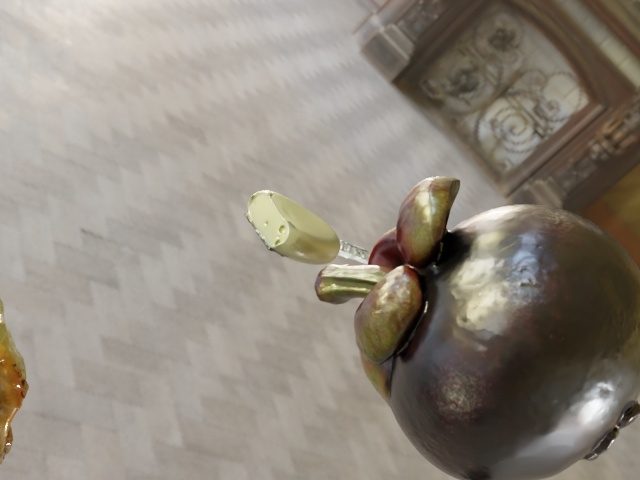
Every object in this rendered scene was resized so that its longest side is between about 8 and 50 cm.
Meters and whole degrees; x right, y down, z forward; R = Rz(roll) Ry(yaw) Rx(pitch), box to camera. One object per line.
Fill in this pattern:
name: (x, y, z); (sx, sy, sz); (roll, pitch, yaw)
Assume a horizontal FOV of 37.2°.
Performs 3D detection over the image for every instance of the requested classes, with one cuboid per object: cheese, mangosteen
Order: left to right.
cheese: (0.000, 0.000, 1.440); (0.251, 0.054, 0.127); (19, 27, -47)
mangosteen: (0.218, 0.110, 1.261); (0.435, 0.382, 0.382); (40, 20, 14)

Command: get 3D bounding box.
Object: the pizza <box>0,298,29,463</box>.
pizza: (-0.215, 0.035, 0.488); (0.074, 0.287, 0.251); (34, 51, -38)
